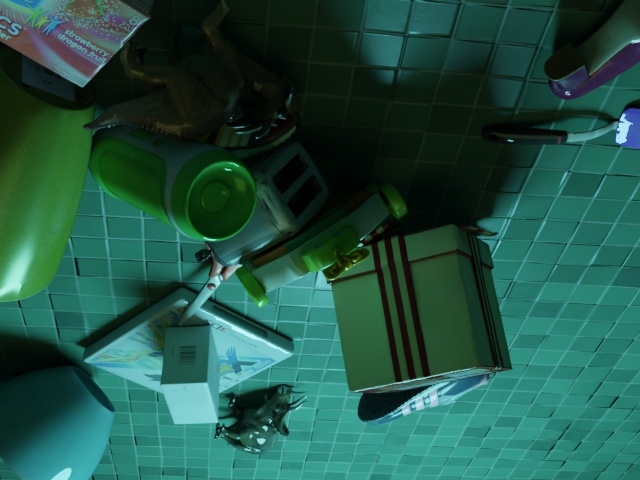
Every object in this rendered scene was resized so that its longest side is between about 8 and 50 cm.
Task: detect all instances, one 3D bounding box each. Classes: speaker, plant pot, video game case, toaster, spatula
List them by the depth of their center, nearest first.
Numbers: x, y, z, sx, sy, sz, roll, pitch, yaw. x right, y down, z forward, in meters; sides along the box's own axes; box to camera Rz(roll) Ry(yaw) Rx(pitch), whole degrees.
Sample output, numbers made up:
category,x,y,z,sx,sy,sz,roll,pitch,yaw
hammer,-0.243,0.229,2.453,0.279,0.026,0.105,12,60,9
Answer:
category,x,y,z,sx,sy,sz,roll,pitch,yaw
speaker,-0.210,-0.089,1.223,0.131,0.131,0.296,39,171,-40
plant pot,-0.436,-0.114,1.236,0.275,0.275,0.293,22,122,-27
toaster,-0.089,-0.057,1.317,0.146,0.227,0.129,-24,103,31
spatula,0.392,-0.162,1.343,0.296,0.030,0.084,-2,142,2
video game case,-0.273,0.231,1.847,0.329,0.036,0.300,-31,134,34
plant pot,-0.552,0.377,1.882,0.195,0.290,0.290,-42,139,-7

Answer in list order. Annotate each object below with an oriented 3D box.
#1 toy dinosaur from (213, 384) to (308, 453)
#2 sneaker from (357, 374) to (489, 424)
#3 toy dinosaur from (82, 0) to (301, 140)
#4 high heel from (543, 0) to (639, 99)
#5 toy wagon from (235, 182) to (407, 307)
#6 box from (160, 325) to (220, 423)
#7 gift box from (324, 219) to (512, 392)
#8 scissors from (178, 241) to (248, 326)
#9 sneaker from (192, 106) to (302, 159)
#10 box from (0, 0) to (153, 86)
category,x,y,z,sx,sy,sz,roll,pitch,yaw
toy dinosaur,-0.159,0.448,2.072,0.160,0.121,0.313,22,135,-7
sneaker,0.222,0.333,1.931,0.131,0.112,0.319,31,134,-31
toy dinosaur,-0.145,-0.186,1.149,0.200,0.295,0.127,57,152,-7
high heel,0.417,-0.264,1.191,0.244,0.082,0.117,-33,162,19
toy wagon,0.000,0.000,1.334,0.267,0.344,0.068,-33,97,-6
box,-0.253,0.267,1.759,0.091,0.130,0.170,-2,142,0
gift box,0.182,0.101,1.463,0.276,0.258,0.255,-15,166,17
scissors,-0.181,0.073,1.623,0.109,0.021,0.297,8,134,-17
sneaker,-0.120,-0.167,1.296,0.185,0.069,0.084,-23,122,10
box,-0.348,-0.332,1.011,0.300,0.142,0.154,30,133,-34
